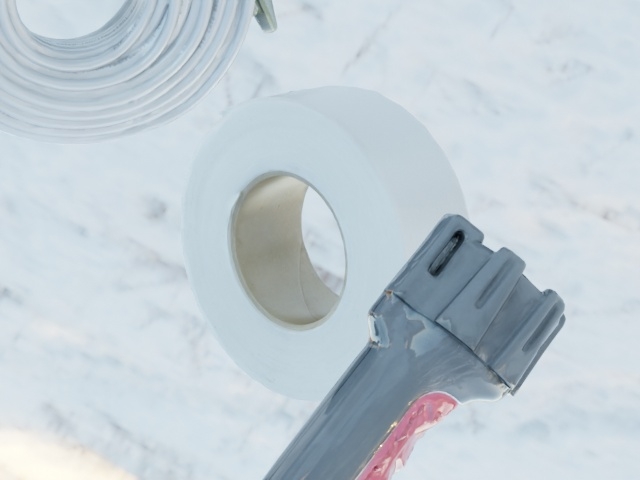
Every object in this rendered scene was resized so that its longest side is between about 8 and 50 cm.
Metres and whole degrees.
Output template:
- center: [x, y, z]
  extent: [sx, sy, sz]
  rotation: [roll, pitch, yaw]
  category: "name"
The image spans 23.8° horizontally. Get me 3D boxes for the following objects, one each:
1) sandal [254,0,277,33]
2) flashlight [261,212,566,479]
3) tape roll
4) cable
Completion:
- center: [-0.048, -0.404, 1.852]
  extent: [0.086, 0.303, 0.120]
  rotation: [5, 171, 10]
  category: "sandal"
- center: [0.022, 0.139, 0.838]
  extent: [0.103, 0.304, 0.103]
  rotation: [36, 170, 23]
  category: "flashlight"
- center: [0.000, 0.000, 1.403]
  extent: [0.286, 0.286, 0.100]
  rotation: [17, -158, 40]
  category: "tape roll"
- center: [-0.173, -0.185, 1.072]
  extent: [0.257, 0.257, 0.089]
  rotation: [52, -179, -38]
  category: "cable"
